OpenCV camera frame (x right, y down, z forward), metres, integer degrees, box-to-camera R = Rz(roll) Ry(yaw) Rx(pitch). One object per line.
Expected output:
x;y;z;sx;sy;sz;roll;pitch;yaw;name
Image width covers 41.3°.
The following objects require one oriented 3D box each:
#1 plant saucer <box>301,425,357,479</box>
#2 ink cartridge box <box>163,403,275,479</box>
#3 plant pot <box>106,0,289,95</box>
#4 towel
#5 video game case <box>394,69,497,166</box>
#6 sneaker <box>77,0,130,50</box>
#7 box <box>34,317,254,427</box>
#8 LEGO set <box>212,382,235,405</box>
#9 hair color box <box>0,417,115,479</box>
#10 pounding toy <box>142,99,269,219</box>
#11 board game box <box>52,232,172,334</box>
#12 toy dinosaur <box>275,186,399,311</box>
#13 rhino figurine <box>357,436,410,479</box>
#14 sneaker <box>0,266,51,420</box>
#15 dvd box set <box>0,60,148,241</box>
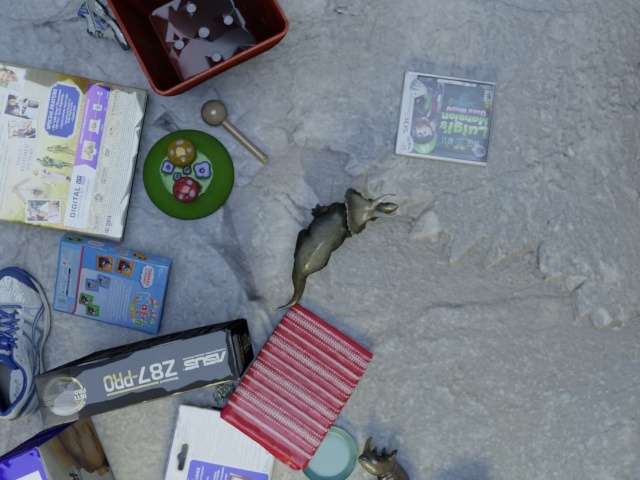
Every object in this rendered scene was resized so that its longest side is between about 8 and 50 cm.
0.014;0.428;1.692;0.119;0.021;0.119;0;88;-2;plant saucer
-0.195;0.437;1.673;0.208;0.045;0.206;12;87;-3;ink cartridge box
-0.233;-0.423;1.602;0.267;0.236;0.267;-27;89;-3;plant pot
-0.046;0.286;1.667;0.199;0.031;0.275;33;75;1;towel
0.253;-0.247;1.718;0.190;0.022;0.173;7;88;-2;video game case
-0.432;-0.423;1.694;0.058;0.052;0.135;-42;83;7;sneaker
-0.288;0.219;1.502;0.318;0.395;0.097;-11;88;-3;box
-0.190;0.290;1.688;0.054;0.023;0.083;4;88;-2;LEGO set
-0.468;0.437;1.518;0.110;0.339;0.185;-22;89;-4;hair color box
-0.242;-0.151;1.657;0.237;0.110;0.183;-41;90;-2;pounding toy
-0.405;0.086;1.649;0.211;0.039;0.160;14;115;-1;board game box
0.000;0.000;1.635;0.313;0.160;0.121;-42;90;-3;toy dinosaur
0.134;0.501;1.666;0.106;0.073;0.243;-18;88;-22;rhino figurine
-0.585;0.197;1.627;0.112;0.131;0.296;-8;87;0;sneaker
-0.567;-0.180;1.639;0.420;0.062;0.307;9;88;-11;dvd box set
